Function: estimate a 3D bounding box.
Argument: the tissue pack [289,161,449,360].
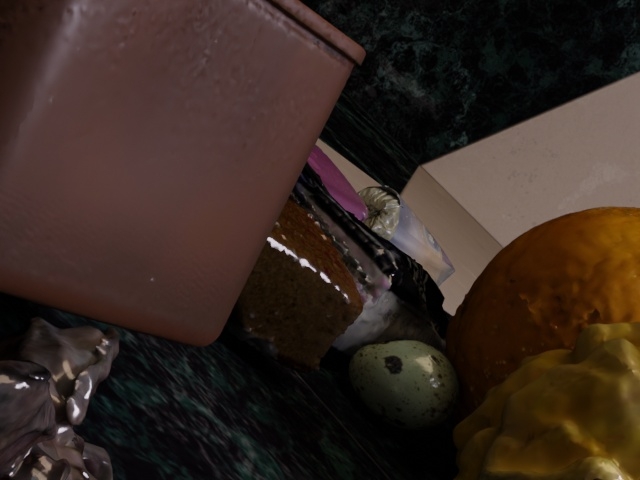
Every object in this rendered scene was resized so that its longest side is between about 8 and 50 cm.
[{"bbox_3d":[0.000,0.000,1.632,0.332,0.123,0.245,49,8,30],"label":"tissue pack"}]

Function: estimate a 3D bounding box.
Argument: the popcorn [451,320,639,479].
[{"bbox_3d":[0.267,0.246,1.237,0.349,0.349,0.381,50,-17,37],"label":"popcorn"}]

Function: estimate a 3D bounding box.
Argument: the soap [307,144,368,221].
[{"bbox_3d":[-0.076,-0.106,1.924,0.259,0.081,0.181,33,13,-40],"label":"soap"}]

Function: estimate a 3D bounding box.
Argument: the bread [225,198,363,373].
[{"bbox_3d":[-0.153,-0.040,1.271,0.416,0.113,0.165,33,12,-35],"label":"bread"}]

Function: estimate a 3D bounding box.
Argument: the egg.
[{"bbox_3d":[0.080,0.135,1.485,0.110,0.085,0.085,25,10,1],"label":"egg"}]

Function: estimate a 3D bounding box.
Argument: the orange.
[{"bbox_3d":[0.294,0.129,1.531,0.293,0.340,0.340,-29,64,-34],"label":"orange"}]

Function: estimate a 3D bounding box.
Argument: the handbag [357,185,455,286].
[{"bbox_3d":[0.105,-0.006,2.165,0.173,0.095,0.117,36,8,-45],"label":"handbag"}]

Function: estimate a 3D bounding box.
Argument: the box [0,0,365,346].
[{"bbox_3d":[-0.167,-0.093,0.942,0.239,0.229,0.339,24,0,30],"label":"box"}]

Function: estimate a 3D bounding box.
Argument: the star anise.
[{"bbox_3d":[-0.160,0.081,0.744,0.198,0.110,0.257,48,5,30],"label":"star anise"}]
